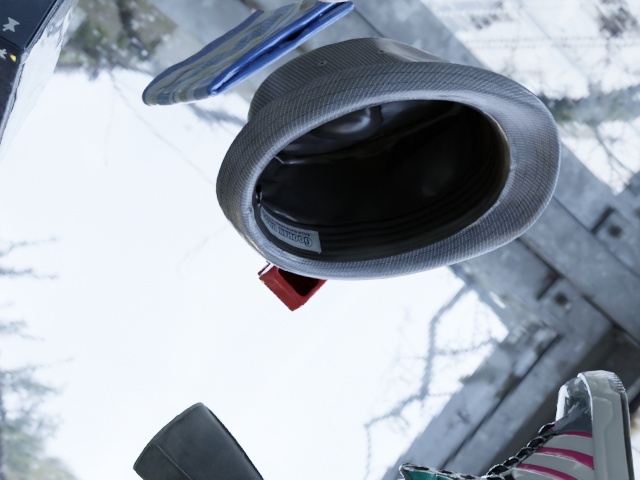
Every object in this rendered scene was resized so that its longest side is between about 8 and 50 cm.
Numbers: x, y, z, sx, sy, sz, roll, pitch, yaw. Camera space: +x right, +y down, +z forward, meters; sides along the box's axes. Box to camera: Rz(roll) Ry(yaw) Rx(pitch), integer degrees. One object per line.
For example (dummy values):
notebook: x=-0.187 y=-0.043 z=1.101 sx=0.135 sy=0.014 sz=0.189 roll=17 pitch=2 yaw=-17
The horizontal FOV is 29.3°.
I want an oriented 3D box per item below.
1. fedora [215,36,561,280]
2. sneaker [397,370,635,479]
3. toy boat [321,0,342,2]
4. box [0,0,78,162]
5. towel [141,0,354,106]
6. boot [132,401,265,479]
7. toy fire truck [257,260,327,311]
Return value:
fedora: x=0.047 y=-0.082 z=1.012 sx=0.275 sy=0.243 sz=0.124 roll=-13 pitch=-131 yaw=1
sneaker: x=0.128 y=0.187 z=0.863 sx=0.178 sy=0.123 sz=0.295 roll=0 pitch=-157 yaw=11
toy boat: x=-0.002 y=-0.362 z=1.250 sx=0.151 sy=0.151 sz=0.231 roll=-29 pitch=-117 yaw=21
box: x=-0.440 y=-0.264 z=1.272 sx=0.312 sy=0.343 sz=0.179 roll=-43 pitch=-159 yaw=60
towel: x=-0.094 y=-0.222 z=1.430 sx=0.209 sy=0.034 sz=0.285 roll=-36 pitch=-164 yaw=-16
boot: x=-0.119 y=0.294 z=1.247 sx=0.208 sy=0.076 sz=0.189 roll=40 pitch=-109 yaw=15
toy fire truck: x=0.000 y=0.000 z=1.189 sx=0.192 sy=0.047 sz=0.135 roll=-48 pitch=-175 yaw=-30
